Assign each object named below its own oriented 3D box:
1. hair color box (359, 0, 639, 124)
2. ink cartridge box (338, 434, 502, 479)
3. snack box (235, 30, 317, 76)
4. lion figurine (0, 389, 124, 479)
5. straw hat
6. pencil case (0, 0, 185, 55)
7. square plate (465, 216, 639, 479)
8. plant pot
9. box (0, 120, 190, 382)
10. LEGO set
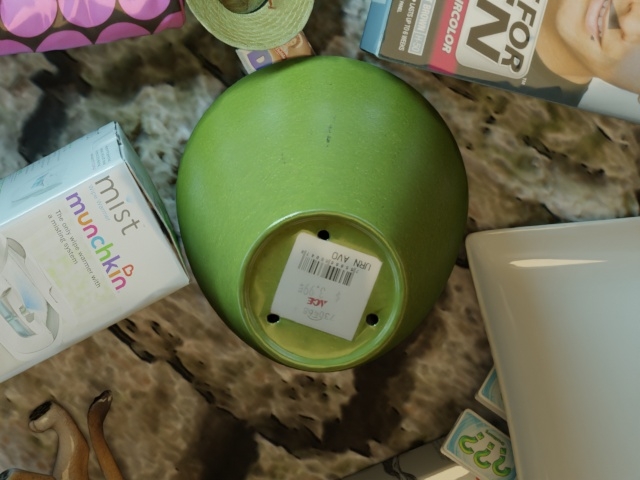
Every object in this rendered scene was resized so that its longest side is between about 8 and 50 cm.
[{"bbox_3d":[0.243,-0.215,1.726,0.374,0.113,0.185,13,98,-10],"label":"hair color box"},{"bbox_3d":[0.090,0.294,1.806,0.218,0.092,0.158,-23,102,-5],"label":"ink cartridge box"},{"bbox_3d":[-0.009,-0.116,1.757,0.064,0.022,0.178,-30,102,2],"label":"snack box"},{"bbox_3d":[-0.283,0.340,1.745,0.392,0.142,0.240,-39,109,-3],"label":"lion figurine"},{"bbox_3d":[-0.075,-0.233,1.708,0.144,0.061,0.144,5,78,-27],"label":"straw hat"},{"bbox_3d":[-0.228,-0.223,1.678,0.209,0.095,0.098,-12,134,-6],"label":"pencil case"},{"bbox_3d":[0.328,0.138,1.751,0.344,0.049,0.347,-6,65,-10],"label":"square plate"},{"bbox_3d":[0.000,0.000,1.621,0.275,0.293,0.275,0,105,1],"label":"plant pot"},{"bbox_3d":[-0.246,0.010,1.628,0.231,0.262,0.127,-28,103,-3],"label":"box"},{"bbox_3d":[0.259,0.192,1.758,0.244,0.060,0.182,37,65,-3],"label":"LEGO set"}]
